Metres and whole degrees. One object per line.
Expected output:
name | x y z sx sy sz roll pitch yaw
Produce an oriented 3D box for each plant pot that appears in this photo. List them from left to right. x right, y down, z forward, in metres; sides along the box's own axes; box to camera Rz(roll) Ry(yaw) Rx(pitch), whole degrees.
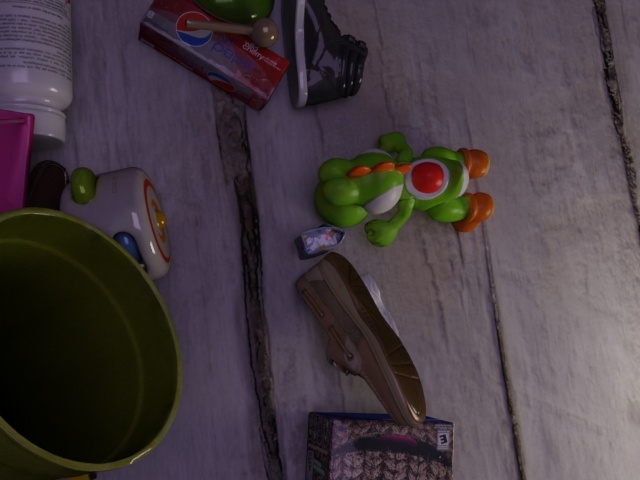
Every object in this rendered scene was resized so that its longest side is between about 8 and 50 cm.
plant pot | -0.452 0.194 1.050 0.353 0.366 0.366 -29 92 25

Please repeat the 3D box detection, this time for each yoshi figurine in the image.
yoshi figurine | 0.137 -0.096 1.413 0.362 0.203 0.203 0 124 -29

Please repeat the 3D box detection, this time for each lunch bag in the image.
lunch bag | 0.000 0.000 1.386 0.083 0.071 0.053 -14 83 -15

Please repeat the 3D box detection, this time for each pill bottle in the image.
pill bottle | -0.494 -0.300 1.238 0.160 0.160 0.283 -1 83 -16

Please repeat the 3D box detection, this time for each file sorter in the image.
file sorter | -0.598 -0.103 1.075 0.291 0.182 0.202 9 99 -2

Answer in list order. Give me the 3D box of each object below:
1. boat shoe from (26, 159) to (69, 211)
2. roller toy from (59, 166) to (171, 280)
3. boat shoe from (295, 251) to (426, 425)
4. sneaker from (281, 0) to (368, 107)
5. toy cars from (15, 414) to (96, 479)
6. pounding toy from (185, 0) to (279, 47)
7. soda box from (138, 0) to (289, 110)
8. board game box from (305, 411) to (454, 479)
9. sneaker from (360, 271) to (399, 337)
boat shoe | -0.454 -0.015 1.230 0.095 0.095 0.257 17 71 -39
roller toy | -0.325 -0.019 1.226 0.146 0.209 0.191 -14 81 -2
boat shoe | 0.070 0.186 1.324 0.110 0.122 0.341 -37 64 17
sneaker | 0.010 -0.401 1.428 0.147 0.104 0.295 -4 90 -18
toy cars | -0.396 0.255 1.235 0.176 0.087 0.393 23 77 -12
pounding toy | -0.147 -0.471 1.333 0.183 0.110 0.237 11 52 -25
soda box | -0.195 -0.348 1.368 0.263 0.083 0.092 30 75 -11
board game box | 0.099 0.458 1.320 0.232 0.141 0.291 5 82 -15
sneaker | 0.099 0.139 1.411 0.061 0.054 0.152 -27 85 -8
